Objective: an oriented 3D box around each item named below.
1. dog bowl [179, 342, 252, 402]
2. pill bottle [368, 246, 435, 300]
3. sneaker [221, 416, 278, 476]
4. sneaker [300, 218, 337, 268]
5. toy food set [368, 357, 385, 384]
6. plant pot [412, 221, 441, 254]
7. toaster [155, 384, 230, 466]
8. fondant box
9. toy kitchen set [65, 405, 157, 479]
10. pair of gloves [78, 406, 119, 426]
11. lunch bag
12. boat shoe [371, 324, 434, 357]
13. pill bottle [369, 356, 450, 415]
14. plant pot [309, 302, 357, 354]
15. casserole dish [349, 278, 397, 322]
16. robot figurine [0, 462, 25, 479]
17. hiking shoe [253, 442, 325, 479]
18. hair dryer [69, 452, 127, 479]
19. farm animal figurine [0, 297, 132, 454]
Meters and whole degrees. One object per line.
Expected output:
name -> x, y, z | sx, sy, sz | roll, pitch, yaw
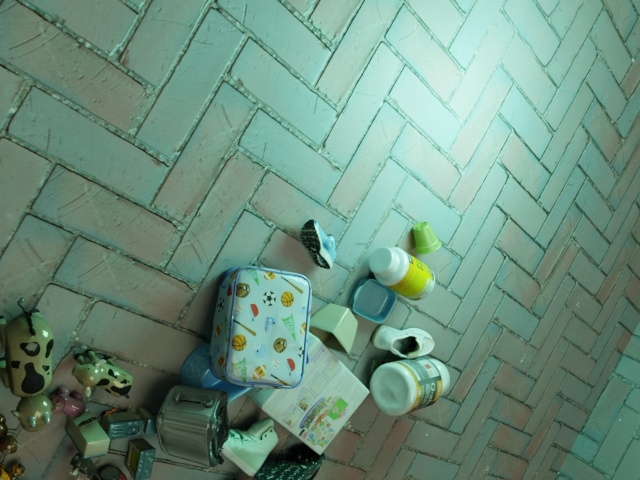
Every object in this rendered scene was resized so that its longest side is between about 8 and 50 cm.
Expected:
dog bowl -> -0.211, 0.315, 1.675 | 0.297, 0.074, 0.165 | -28, 124, -29
pill bottle -> 0.237, 0.094, 1.923 | 0.215, 0.117, 0.117 | 30, 88, -43
sneaker -> -0.210, 0.511, 1.749 | 0.151, 0.094, 0.256 | -49, 133, -16
sneaker -> 0.000, 0.000, 1.739 | 0.073, 0.064, 0.162 | -55, 140, -32
toy food set -> 0.185, 0.430, 2.092 | 0.078, 0.019, 0.122 | -4, 103, -39
plant pot -> 0.315, -0.012, 1.978 | 0.083, 0.083, 0.079 | -34, 115, -24
toaster -> -0.300, 0.443, 1.557 | 0.129, 0.147, 0.226 | -70, 168, -48
fondant box -> -0.029, 0.432, 1.861 | 0.238, 0.096, 0.330 | -49, 131, -12
toy kitchen set -> -0.470, 0.490, 1.499 | 0.207, 0.122, 0.166 | 5, 104, -41
pair of gloves -> -0.479, 0.379, 1.412 | 0.083, 0.074, 0.010 | -18, 80, -37
lunch bag -> -0.136, 0.219, 1.595 | 0.243, 0.115, 0.303 | 13, 78, -31
boat shoe -> 0.284, 0.335, 2.079 | 0.277, 0.096, 0.098 | 12, 98, -43
pill bottle -> 0.292, 0.456, 2.077 | 0.279, 0.162, 0.162 | 4, 106, -52
plant pot -> 0.042, 0.240, 1.838 | 0.096, 0.109, 0.109 | -54, 134, -24
casserole dish -> 0.153, 0.176, 1.945 | 0.188, 0.037, 0.114 | 29, 88, -44
robot figurine -> -0.736, 0.572, 1.339 | 0.291, 0.085, 0.211 | -38, 129, -22
hiking shoe -> -0.093, 0.696, 1.874 | 0.304, 0.113, 0.132 | -4, 118, -56
hair dryer -> -0.549, 0.620, 1.512 | 0.223, 0.080, 0.293 | -48, 135, -16
farm animal figurine -> -0.554, 0.279, 1.306 | 0.330, 0.172, 0.326 | -26, 123, -30
